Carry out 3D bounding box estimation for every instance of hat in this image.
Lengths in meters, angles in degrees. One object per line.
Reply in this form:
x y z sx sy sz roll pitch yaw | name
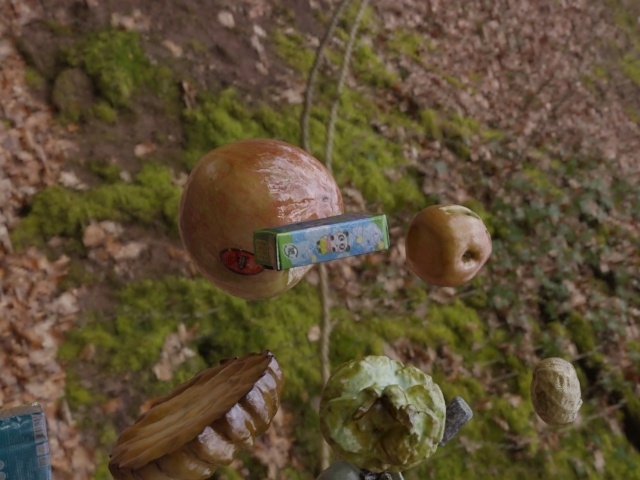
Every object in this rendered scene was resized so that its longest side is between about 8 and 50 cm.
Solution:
0.060 0.517 1.926 0.257 0.130 0.257 36 -43 42 | hat

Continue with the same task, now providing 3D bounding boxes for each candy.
0.000 0.000 1.511 0.097 0.194 0.062 7 -74 65 | candy

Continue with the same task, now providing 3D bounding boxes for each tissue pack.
-0.558 0.389 1.751 0.082 0.120 0.169 -162 -114 -64 | tissue pack

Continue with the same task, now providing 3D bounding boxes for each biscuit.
-0.193 0.302 1.575 0.107 0.325 0.326 57 2 -10 | biscuit

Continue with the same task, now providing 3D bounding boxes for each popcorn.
0.106 0.304 1.673 0.184 0.221 0.204 -59 152 -65 | popcorn

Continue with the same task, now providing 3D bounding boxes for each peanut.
0.505 0.325 2.073 0.140 0.109 0.159 -98 170 -67 | peanut

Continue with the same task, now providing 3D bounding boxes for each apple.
0.266 0.010 2.000 0.199 0.199 0.199 163 -90 -89 | apple
-0.149 -0.055 2.270 0.346 0.391 0.391 44 -10 17 | apple

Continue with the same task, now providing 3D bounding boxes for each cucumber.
0.276 0.394 2.086 0.064 0.112 0.064 43 7 -7 | cucumber
